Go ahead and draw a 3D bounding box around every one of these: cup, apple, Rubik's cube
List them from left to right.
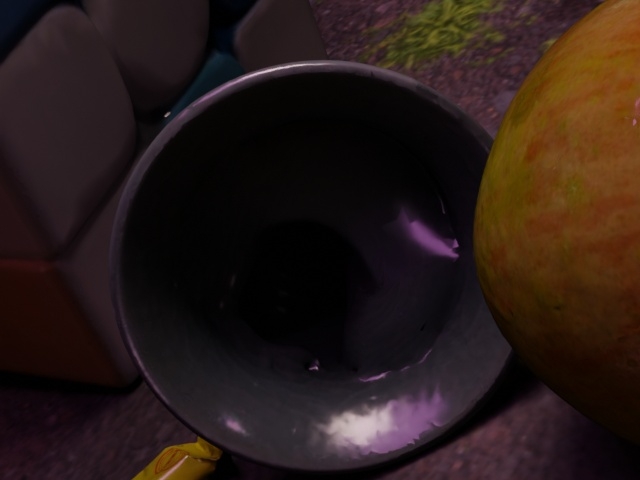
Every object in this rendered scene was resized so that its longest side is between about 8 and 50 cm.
[{"bbox_3d":[-0.241,-0.149,0.821,0.344,0.347,0.346,3,45,27],"label":"Rubik's cube"},{"bbox_3d":[0.000,0.000,0.634,0.199,0.199,0.150,-28,13,5],"label":"cup"},{"bbox_3d":[0.153,-0.007,0.474,0.196,0.196,0.196,-22,32,15],"label":"apple"}]

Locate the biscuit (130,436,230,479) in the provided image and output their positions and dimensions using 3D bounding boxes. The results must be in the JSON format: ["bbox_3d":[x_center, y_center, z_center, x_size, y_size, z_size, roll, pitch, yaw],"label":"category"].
[{"bbox_3d":[-0.162,0.191,0.619,0.292,0.026,0.048,-38,12,-12],"label":"biscuit"}]
